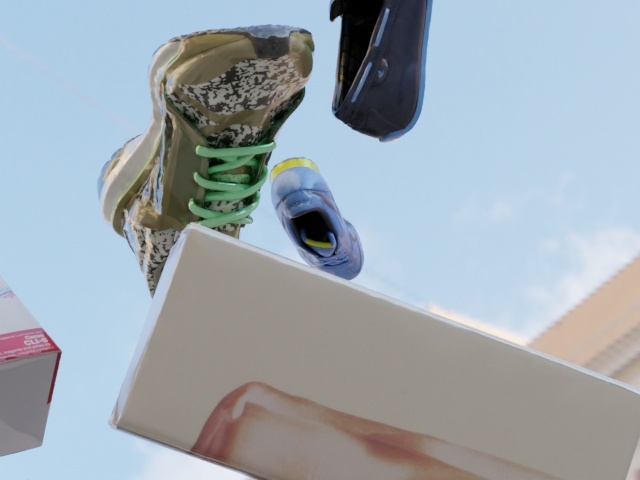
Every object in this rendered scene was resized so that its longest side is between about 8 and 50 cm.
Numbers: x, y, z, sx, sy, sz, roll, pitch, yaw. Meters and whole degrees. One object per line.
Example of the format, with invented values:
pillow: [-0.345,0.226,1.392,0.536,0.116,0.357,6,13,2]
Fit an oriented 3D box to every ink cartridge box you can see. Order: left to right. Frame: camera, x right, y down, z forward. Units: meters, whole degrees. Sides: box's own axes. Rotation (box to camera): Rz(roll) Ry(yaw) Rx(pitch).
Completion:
ink cartridge box: [-0.360,0.116,1.573,0.127,0.176,0.128,-11,-49,-37]

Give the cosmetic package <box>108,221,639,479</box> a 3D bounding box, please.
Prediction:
cosmetic package: [0.029,0.105,0.984,0.296,0.129,0.153,21,-8,-5]

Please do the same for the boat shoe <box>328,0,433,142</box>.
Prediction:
boat shoe: [0.054,-0.226,1.523,0.089,0.258,0.109,12,-29,-28]

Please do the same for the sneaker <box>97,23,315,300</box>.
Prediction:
sneaker: [-0.092,-0.056,1.511,0.158,0.182,0.410,-6,-24,-23]

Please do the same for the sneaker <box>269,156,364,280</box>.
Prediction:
sneaker: [0.000,0.000,1.716,0.069,0.082,0.209,-20,-37,7]

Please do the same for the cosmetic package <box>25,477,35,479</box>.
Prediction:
cosmetic package: [-0.256,0.415,1.781,0.224,0.138,0.224,18,-81,-13]
